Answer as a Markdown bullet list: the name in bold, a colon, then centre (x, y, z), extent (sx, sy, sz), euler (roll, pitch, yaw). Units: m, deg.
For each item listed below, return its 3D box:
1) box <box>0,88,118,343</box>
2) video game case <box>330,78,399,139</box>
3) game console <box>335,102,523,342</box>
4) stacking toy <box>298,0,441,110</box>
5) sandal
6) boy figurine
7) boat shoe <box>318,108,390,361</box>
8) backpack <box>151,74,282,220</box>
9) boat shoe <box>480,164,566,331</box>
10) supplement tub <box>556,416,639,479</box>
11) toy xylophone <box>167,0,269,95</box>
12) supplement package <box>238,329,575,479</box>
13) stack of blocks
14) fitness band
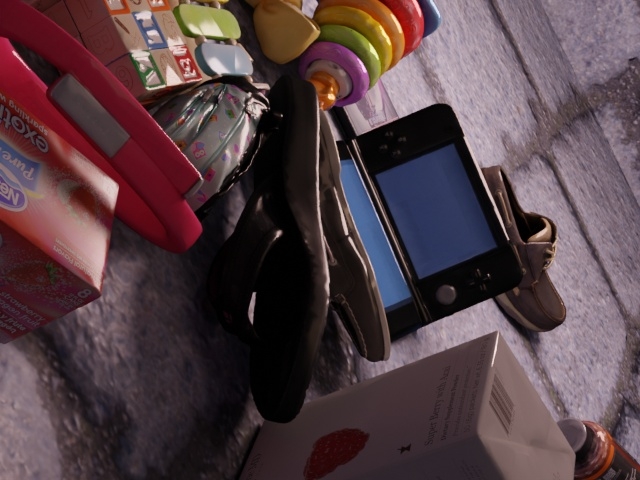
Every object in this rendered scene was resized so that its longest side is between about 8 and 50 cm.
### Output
- **box**: centre (-0.293, -0.045, 0.987), extent (0.257, 0.122, 0.128), euler (43, 34, -39)
- **video game case**: centre (0.060, -0.216, 1.910), extent (0.274, 0.026, 0.196), euler (63, 26, -3)
- **game console**: centre (0.127, -0.030, 1.721), extent (0.173, 0.250, 0.293), euler (78, -10, -87)
- **stacking toy**: centre (0.031, -0.256, 1.740), extent (0.166, 0.175, 0.302), euler (49, 49, -24)
- **sandal**: centre (-0.069, 0.003, 1.371), extent (0.107, 0.167, 0.446), euler (12, 50, -18)
- **boy figurine**: centre (-0.074, -0.378, 1.726), extent (0.177, 0.092, 0.285), euler (32, 38, -53)
- **boat shoe**: centre (0.000, 0.000, 1.560), extent (0.112, 0.095, 0.335), euler (120, -46, -78)
- **backpack**: centre (-0.139, -0.091, 1.320), extent (0.115, 0.152, 0.182), euler (41, 35, -11)
- **boat shoe**: centre (0.338, 0.018, 2.107), extent (0.355, 0.130, 0.132), euler (50, 30, -29)
- **supplement tub**: centre (0.450, 0.364, 2.047), extent (0.198, 0.106, 0.106), euler (43, 34, -39)
- **toy xylophone**: centre (-0.160, -0.308, 1.510), extent (0.323, 0.081, 0.236), euler (64, 25, -3)
- **supplement package**: centre (0.081, 0.248, 1.241), extent (0.175, 0.293, 0.177), euler (56, 27, -19)
- **stack of blocks**: centre (-0.256, -0.275, 1.295), extent (0.297, 0.087, 0.171), euler (64, 26, -2)
- **fitness band**: centre (-0.211, -0.102, 1.122), extent (0.054, 0.209, 0.291), euler (-48, 121, -15)
